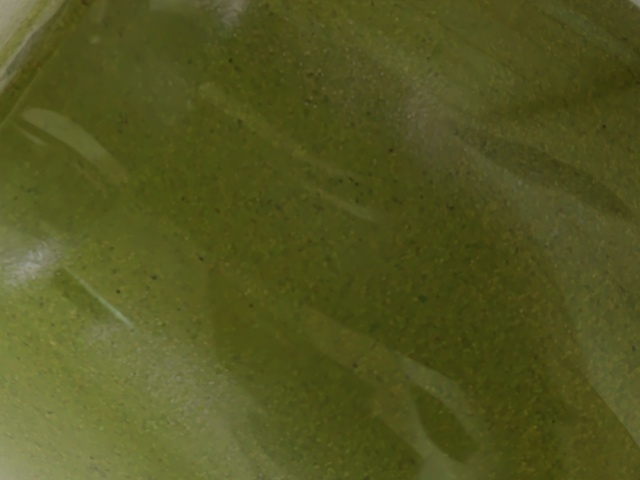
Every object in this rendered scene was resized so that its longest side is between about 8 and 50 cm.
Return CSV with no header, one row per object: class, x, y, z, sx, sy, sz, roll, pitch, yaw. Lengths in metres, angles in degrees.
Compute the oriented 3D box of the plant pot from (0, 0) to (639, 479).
plant pot,0.000,0.000,0.654,0.353,0.366,0.366,36,-166,-31
